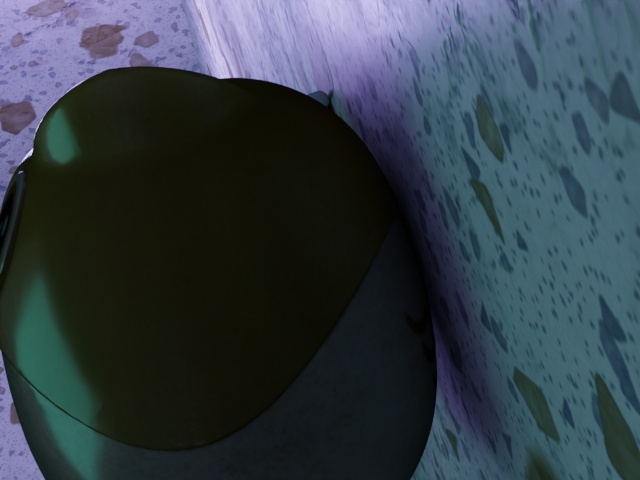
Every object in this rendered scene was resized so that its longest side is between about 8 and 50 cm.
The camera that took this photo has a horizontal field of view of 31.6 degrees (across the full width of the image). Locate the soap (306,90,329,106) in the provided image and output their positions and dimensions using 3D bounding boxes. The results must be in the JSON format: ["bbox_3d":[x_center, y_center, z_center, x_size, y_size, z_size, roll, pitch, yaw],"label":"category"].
[{"bbox_3d":[-0.047,-0.119,1.367,0.198,0.119,0.066,155,94,-84],"label":"soap"}]

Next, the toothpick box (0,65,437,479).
[{"bbox_3d":[-0.110,0.055,1.066,0.409,0.409,0.425,-158,54,-83],"label":"toothpick box"}]
